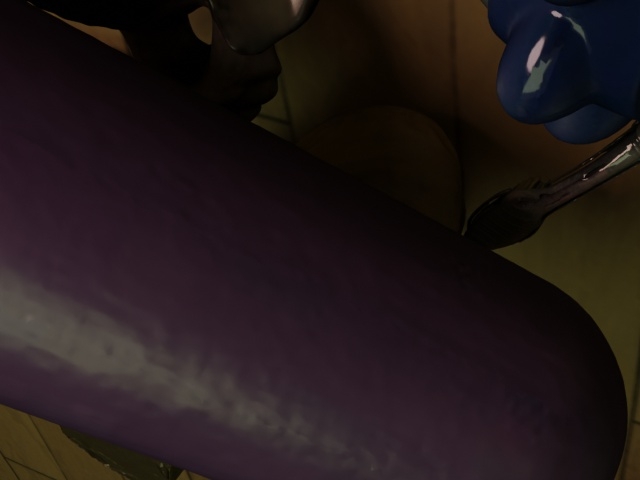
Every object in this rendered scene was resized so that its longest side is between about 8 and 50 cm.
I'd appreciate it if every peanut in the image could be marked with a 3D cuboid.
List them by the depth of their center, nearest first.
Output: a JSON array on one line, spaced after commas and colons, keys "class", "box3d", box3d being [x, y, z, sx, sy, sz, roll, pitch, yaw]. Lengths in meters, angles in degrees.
[{"class": "peanut", "box3d": [0.000, 0.000, 0.841, 0.152, 0.152, 0.313, 42, 146, -15]}]

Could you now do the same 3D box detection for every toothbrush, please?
[{"class": "toothbrush", "box3d": [0.222, -0.080, 0.610, 0.035, 0.042, 0.413, 47, 137, -11]}]

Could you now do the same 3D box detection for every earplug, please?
[{"class": "earplug", "box3d": [-0.045, 0.039, 0.625, 0.456, 0.215, 0.215, 25, 148, -4]}]

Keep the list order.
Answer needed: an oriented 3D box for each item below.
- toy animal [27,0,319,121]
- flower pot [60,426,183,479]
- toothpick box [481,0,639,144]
[{"class": "toy animal", "box3d": [-0.049, -0.201, 0.579, 0.344, 0.194, 0.302, -5, 127, 48]}, {"class": "flower pot", "box3d": [-0.152, 0.111, 1.066, 0.212, 0.202, 0.212, 25, 150, 16]}, {"class": "toothpick box", "box3d": [0.151, -0.181, 0.353, 0.263, 0.263, 0.354, 24, 146, 12]}]
